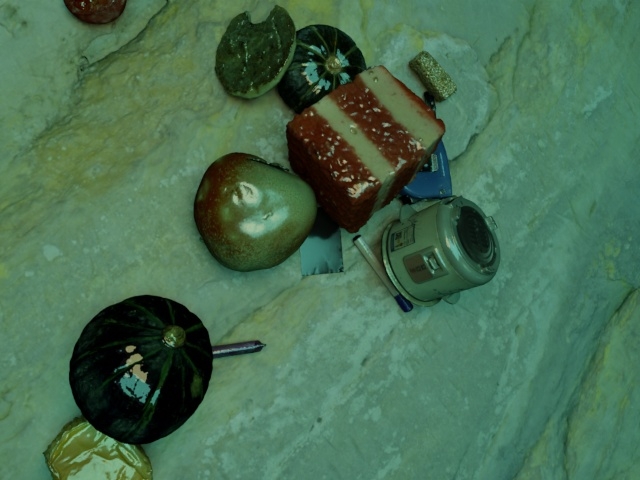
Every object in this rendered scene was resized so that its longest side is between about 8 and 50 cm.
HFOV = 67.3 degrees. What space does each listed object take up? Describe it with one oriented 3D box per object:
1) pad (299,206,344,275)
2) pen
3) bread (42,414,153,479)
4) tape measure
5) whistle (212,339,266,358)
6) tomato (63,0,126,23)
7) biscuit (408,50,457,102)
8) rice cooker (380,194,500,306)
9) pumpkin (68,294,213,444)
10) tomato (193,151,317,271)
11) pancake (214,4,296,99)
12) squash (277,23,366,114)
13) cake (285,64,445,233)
[{"bbox_3d":[0.000,0.000,1.350,0.127,0.004,0.190,-3,87,-20],"label":"pad"},{"bbox_3d":[0.180,0.096,1.390,0.033,0.033,0.269,-40,99,-18],"label":"pen"},{"bbox_3d":[-0.485,0.504,1.064,0.179,0.133,0.250,-40,100,-19],"label":"bread"},{"bbox_3d":[0.281,-0.282,1.428,0.215,0.098,0.351,-8,85,-21],"label":"tape measure"},{"bbox_3d":[-0.227,0.279,1.229,0.176,0.033,0.033,-3,86,-20],"label":"whistle"},{"bbox_3d":[-0.534,-0.594,1.170,0.159,0.091,0.139,-18,81,7],"label":"tomato"},{"bbox_3d":[0.345,-0.504,1.478,0.070,0.082,0.168,-46,105,-6],"label":"biscuit"},{"bbox_3d":[0.314,0.032,1.311,0.264,0.316,0.317,-36,98,-45],"label":"rice cooker"},{"bbox_3d":[-0.369,0.262,1.040,0.315,0.238,0.315,30,38,-26],"label":"pumpkin"},{"bbox_3d":[-0.160,-0.077,1.174,0.303,0.239,0.304,2,84,-23],"label":"tomato"},{"bbox_3d":[-0.169,-0.485,1.243,0.253,0.037,0.254,-3,83,25],"label":"pancake"},{"bbox_3d":[0.003,-0.454,1.306,0.252,0.165,0.252,0,89,-22],"label":"squash"},{"bbox_3d":[0.111,-0.225,1.221,0.319,0.270,0.269,-37,77,-12],"label":"cake"}]
